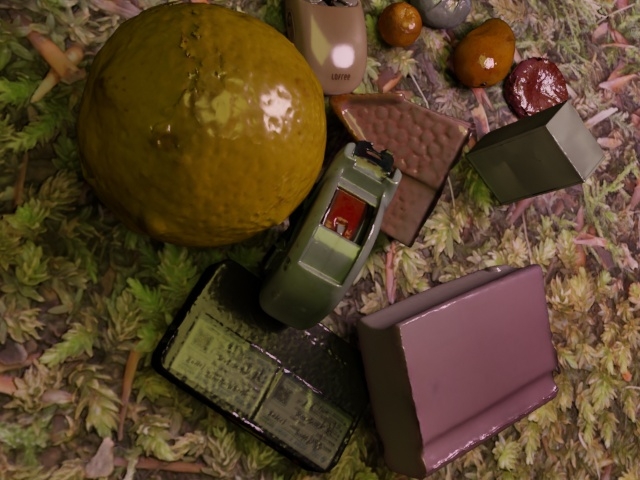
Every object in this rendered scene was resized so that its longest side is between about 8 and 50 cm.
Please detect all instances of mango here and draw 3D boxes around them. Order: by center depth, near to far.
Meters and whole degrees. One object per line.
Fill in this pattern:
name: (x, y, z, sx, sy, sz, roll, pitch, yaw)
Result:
mango: (0.329, -0.366, 1.595, 0.165, 0.089, 0.115, -39, 91, -30)

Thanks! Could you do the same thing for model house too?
model house: (0.108, -0.146, 1.397, 0.237, 0.202, 0.237, 27, 106, 2)

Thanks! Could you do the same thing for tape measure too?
tape measure: (0.001, -0.001, 1.227, 0.125, 0.243, 0.246, 30, 49, -5)

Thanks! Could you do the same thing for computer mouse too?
computer mouse: (0.011, -0.374, 1.429, 0.145, 0.082, 0.237, -3, 84, -28)

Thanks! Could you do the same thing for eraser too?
eraser: (0.248, 0.209, 1.395, 0.359, 0.122, 0.272, -20, 102, -36)

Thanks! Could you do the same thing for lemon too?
lemon: (-0.159, -0.156, 1.155, 0.387, 0.349, 0.350, 14, 74, -49)

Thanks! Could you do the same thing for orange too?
orange: (0.150, -0.403, 1.513, 0.083, 0.070, 0.083, 5, 72, -17)

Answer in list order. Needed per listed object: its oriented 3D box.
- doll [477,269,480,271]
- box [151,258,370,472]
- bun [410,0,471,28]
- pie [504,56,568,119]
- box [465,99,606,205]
doll: (0.301, 0.103, 1.529, 0.058, 0.040, 0.085, 39, 65, -28)
box: (-0.079, 0.205, 1.300, 0.350, 0.058, 0.211, 39, 68, -18)
bun: (0.242, -0.484, 1.568, 0.140, 0.083, 0.141, 5, 80, -30)
pie: (0.451, -0.310, 1.674, 0.153, 0.038, 0.154, 4, 81, -26)
box: (0.399, -0.159, 1.516, 0.086, 0.225, 0.129, -44, 103, -27)
